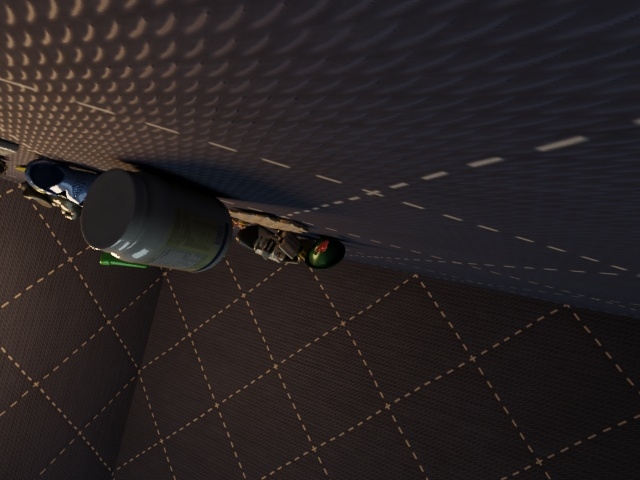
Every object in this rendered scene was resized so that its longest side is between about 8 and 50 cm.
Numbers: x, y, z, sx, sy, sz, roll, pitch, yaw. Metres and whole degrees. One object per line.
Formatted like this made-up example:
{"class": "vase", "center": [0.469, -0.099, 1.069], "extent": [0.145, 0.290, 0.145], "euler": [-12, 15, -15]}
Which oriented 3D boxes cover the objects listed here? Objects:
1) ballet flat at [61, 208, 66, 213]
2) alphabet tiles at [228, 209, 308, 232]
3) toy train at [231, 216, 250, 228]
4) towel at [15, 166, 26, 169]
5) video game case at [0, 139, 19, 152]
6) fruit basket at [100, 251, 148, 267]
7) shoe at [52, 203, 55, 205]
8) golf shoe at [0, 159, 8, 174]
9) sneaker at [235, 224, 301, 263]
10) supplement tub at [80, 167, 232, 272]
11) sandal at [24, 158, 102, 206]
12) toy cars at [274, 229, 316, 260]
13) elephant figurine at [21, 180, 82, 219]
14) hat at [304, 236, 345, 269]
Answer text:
{"class": "ballet flat", "center": [-0.978, -0.168, 1.631], "extent": [0.086, 0.086, 0.248], "euler": [16, -160, -38]}
{"class": "alphabet tiles", "center": [-0.190, -0.071, 1.511], "extent": [0.285, 0.021, 0.278], "euler": [11, 175, 25]}
{"class": "toy train", "center": [-0.374, -0.077, 1.788], "extent": [0.125, 0.046, 0.166], "euler": [10, 175, 24]}
{"class": "towel", "center": [-1.095, -0.268, 1.623], "extent": [0.237, 0.021, 0.102], "euler": [9, 171, 40]}
{"class": "video game case", "center": [-0.925, -0.268, 1.103], "extent": [0.202, 0.023, 0.184], "euler": [9, 174, 45]}
{"class": "fruit basket", "center": [-0.843, -0.049, 1.760], "extent": [0.393, 0.282, 0.392], "euler": [21, 177, 1]}
{"class": "shoe", "center": [-1.040, -0.193, 1.587], "extent": [0.081, 0.063, 0.178], "euler": [24, -165, -43]}
{"class": "golf shoe", "center": [-1.178, -0.273, 1.519], "extent": [0.198, 0.077, 0.094], "euler": [18, -170, 30]}
{"class": "sneaker", "center": [-0.221, 0.027, 1.900], "extent": [0.331, 0.122, 0.146], "euler": [18, -168, -36]}
{"class": "supplement tub", "center": [-0.420, -0.046, 1.111], "extent": [0.236, 0.235, 0.325], "euler": [10, 174, 30]}
{"class": "sandal", "center": [-0.749, -0.169, 1.270], "extent": [0.318, 0.126, 0.138], "euler": [12, 172, -6]}
{"class": "toy cars", "center": [-0.091, 0.017, 1.868], "extent": [0.176, 0.087, 0.394], "euler": [50, -172, 21]}
{"class": "elephant figurine", "center": [-0.943, -0.177, 1.451], "extent": [0.240, 0.185, 0.169], "euler": [20, -145, -16]}
{"class": "hat", "center": [0.000, 0.000, 1.690], "extent": [0.209, 0.172, 0.183], "euler": [3, 137, 32]}
